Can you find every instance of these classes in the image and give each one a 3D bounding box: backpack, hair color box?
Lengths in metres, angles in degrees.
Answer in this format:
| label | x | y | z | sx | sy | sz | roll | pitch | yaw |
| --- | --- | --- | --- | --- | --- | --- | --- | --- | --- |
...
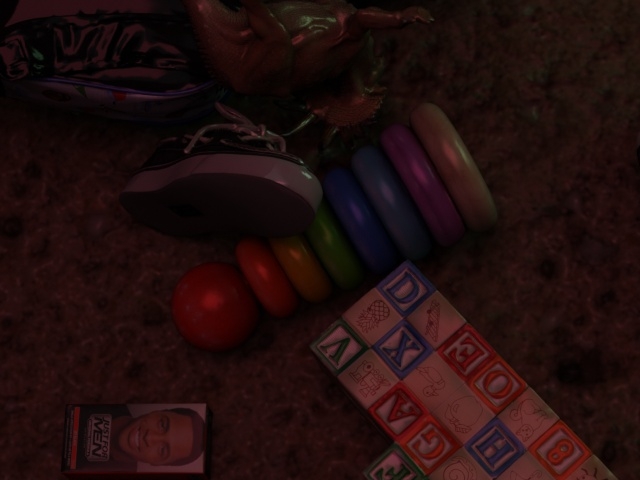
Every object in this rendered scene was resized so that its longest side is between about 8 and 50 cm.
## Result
| label | x | y | z | sx | sy | sz | roll | pitch | yaw |
| --- | --- | --- | --- | --- | --- | --- | --- | --- | --- |
| backpack | -0.194 | -0.232 | 1.697 | 0.263 | 0.213 | 0.277 | 12 | 80 | 5 |
| hair color box | -0.178 | 0.196 | 1.643 | 0.141 | 0.043 | 0.072 | -1 | 71 | 6 |

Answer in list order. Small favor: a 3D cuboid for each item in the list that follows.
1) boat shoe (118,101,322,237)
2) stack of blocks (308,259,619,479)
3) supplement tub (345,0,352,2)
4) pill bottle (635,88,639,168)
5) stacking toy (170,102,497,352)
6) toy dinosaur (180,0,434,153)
| label | x | y | z | sx | sy | sz | roll | pitch | yaw |
| --- | --- | --- | --- | --- | --- | --- | --- | --- | --- |
| boat shoe | -0.084 | -0.067 | 1.615 | 0.113 | 0.306 | 0.105 | 35 | 71 | -21 |
| stack of blocks | 0.120 | 0.187 | 1.588 | 0.171 | 0.087 | 0.297 | -40 | 72 | -7 |
| supplement tub | 0.110 | -0.387 | 1.702 | 0.316 | 0.228 | 0.228 | -18 | 71 | 1 |
| pill bottle | 0.365 | -0.065 | 1.630 | 0.108 | 0.108 | 0.194 | -9 | 71 | 4 |
| stacking toy | 0.000 | 0.000 | 1.646 | 0.330 | 0.141 | 0.141 | -29 | 71 | 2 |
| toy dinosaur | -0.029 | -0.176 | 1.604 | 0.295 | 0.200 | 0.127 | 5 | 40 | -29 |
